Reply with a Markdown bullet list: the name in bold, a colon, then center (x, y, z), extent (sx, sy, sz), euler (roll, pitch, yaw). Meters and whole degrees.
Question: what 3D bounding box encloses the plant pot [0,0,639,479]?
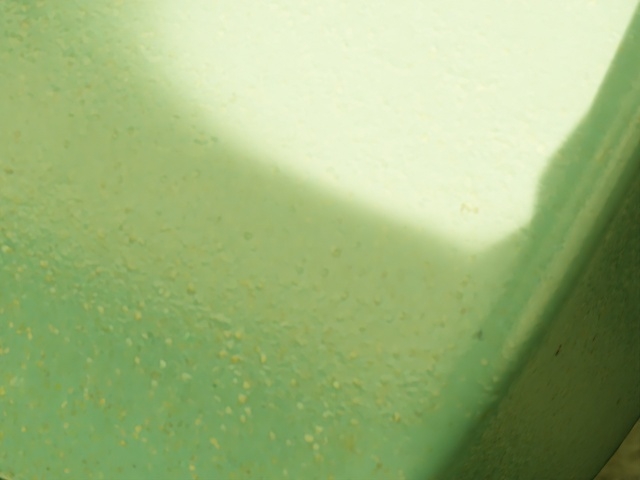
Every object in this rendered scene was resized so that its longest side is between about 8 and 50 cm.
- **plant pot**: center (0.000, 0.000, 0.688), extent (0.247, 0.248, 0.252), euler (24, 83, 20)
